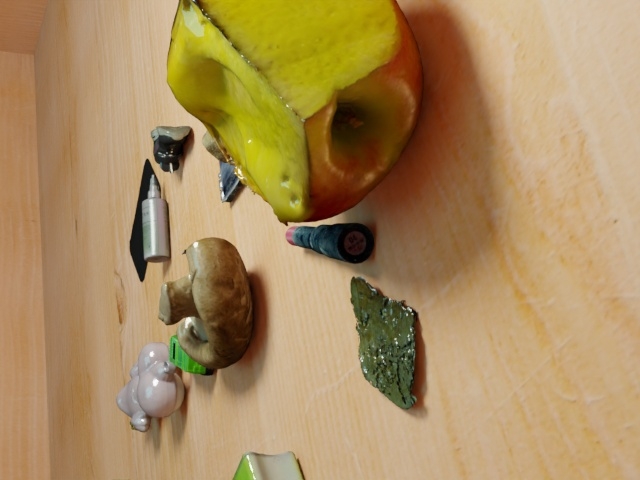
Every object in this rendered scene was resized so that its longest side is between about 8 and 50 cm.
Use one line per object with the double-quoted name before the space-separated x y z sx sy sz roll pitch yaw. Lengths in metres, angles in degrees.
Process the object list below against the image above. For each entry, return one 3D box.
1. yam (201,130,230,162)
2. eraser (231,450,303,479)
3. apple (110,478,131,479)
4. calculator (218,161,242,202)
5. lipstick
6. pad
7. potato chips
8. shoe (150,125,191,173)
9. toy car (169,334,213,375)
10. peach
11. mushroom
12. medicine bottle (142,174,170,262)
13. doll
"yam" -0.104 -0.237 1.539 0.299 0.066 0.066 -48 44 41
"eraser" -0.065 0.475 1.392 0.274 0.092 0.210 -117 37 -44
"apple" -0.417 0.606 2.023 0.200 0.200 0.200 -177 90 -65
"calculator" -0.132 -0.191 1.682 0.261 0.021 0.161 134 133 -54
"lipstick" 0.000 0.000 1.344 0.234 0.053 0.053 -175 88 -67
"pad" -0.423 -0.049 2.311 0.181 0.004 0.267 -123 43 -52
"potato chips" 0.080 0.122 1.193 0.142 0.026 0.209 -56 40 45
"shoe" -0.317 -0.190 2.027 0.169 0.071 0.099 -178 88 -69
"toy car" -0.252 0.213 1.847 0.165 0.062 0.071 -171 83 -65
"peach" -0.033 -0.204 1.210 0.380 0.242 0.306 42 154 33
"mushroom" -0.176 0.127 1.612 0.151 0.156 0.285 60 154 30
"medicine bottle" -0.364 -0.052 2.121 0.057 0.058 0.199 144 125 -59
"doll" -0.364 0.315 2.042 0.365 0.094 0.160 139 132 -57
